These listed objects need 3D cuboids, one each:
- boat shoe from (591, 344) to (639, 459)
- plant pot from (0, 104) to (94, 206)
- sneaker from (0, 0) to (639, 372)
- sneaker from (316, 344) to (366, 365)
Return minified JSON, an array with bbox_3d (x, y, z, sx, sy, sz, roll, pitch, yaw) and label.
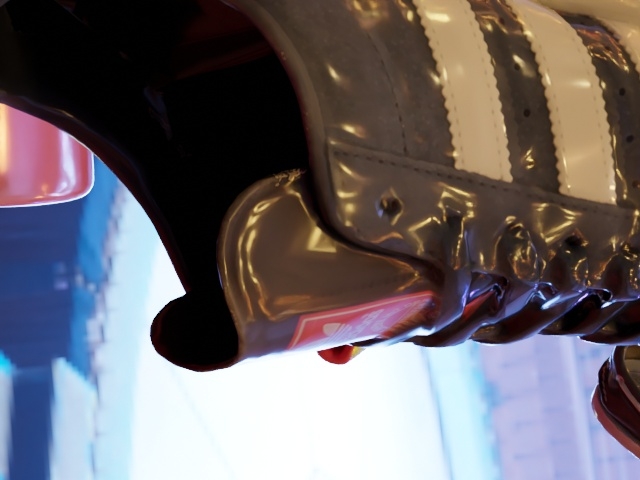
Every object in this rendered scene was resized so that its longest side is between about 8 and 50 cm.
[{"bbox_3d":[0.384,0.198,1.616,0.114,0.302,0.091,-49,161,-31],"label":"boat shoe"},{"bbox_3d":[-0.250,-0.154,0.946,0.275,0.275,0.243,-21,118,-75],"label":"plant pot"},{"bbox_3d":[0.038,-0.007,0.497,0.148,0.350,0.131,-67,-174,-34],"label":"sneaker"},{"bbox_3d":[0.000,0.000,1.230,0.094,0.081,0.208,-57,131,-41],"label":"sneaker"}]
